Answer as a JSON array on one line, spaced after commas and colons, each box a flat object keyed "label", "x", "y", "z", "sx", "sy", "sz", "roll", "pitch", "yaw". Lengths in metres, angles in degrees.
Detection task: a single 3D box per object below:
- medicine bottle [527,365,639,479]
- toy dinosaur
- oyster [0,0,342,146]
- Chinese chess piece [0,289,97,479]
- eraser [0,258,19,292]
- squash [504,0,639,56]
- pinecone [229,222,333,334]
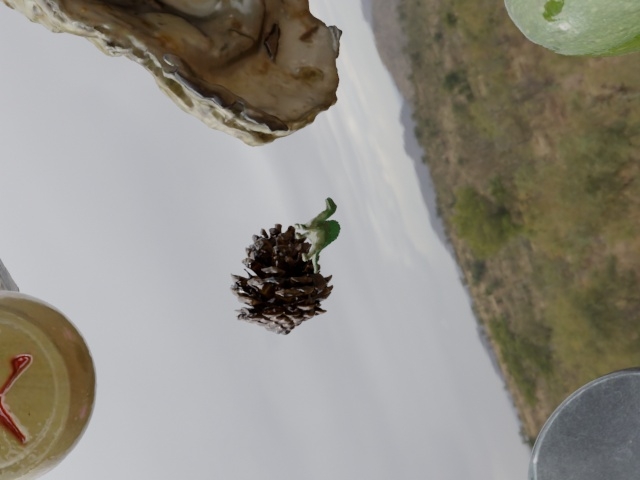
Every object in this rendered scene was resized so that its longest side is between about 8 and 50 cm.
[{"label": "medicine bottle", "x": 0.279, "y": 0.221, "z": 0.551, "sx": 0.293, "sy": 0.141, "sz": 0.141, "roll": 43, "pitch": -160, "yaw": -24}, {"label": "toy dinosaur", "x": 0.000, "y": 0.000, "z": 1.058, "sx": 0.029, "sy": 0.060, "sz": 0.119, "roll": -124, "pitch": 21, "yaw": -49}, {"label": "oyster", "x": -0.130, "y": -0.170, "z": 0.400, "sx": 0.345, "sy": 0.079, "sz": 0.128, "roll": 36, "pitch": -119, "yaw": -14}, {"label": "Chinese chess piece", "x": -0.410, "y": 0.187, "z": 1.002, "sx": 0.097, "sy": 0.251, "sz": 0.250, "roll": 78, "pitch": 171, "yaw": -88}, {"label": "eraser", "x": -0.522, "y": 0.048, "z": 1.180, "sx": 0.287, "sy": 0.086, "sz": 0.130, "roll": 86, "pitch": 164, "yaw": -50}, {"label": "squash", "x": 0.336, "y": -0.359, "z": 0.906, "sx": 0.309, "sy": 0.310, "sz": 0.310, "roll": -21, "pitch": 90, "yaw": 59}, {"label": "pinecone", "x": -0.060, "y": 0.059, "z": 1.223, "sx": 0.173, "sy": 0.174, "sz": 0.173, "roll": -21, "pitch": -90, "yaw": -81}]
